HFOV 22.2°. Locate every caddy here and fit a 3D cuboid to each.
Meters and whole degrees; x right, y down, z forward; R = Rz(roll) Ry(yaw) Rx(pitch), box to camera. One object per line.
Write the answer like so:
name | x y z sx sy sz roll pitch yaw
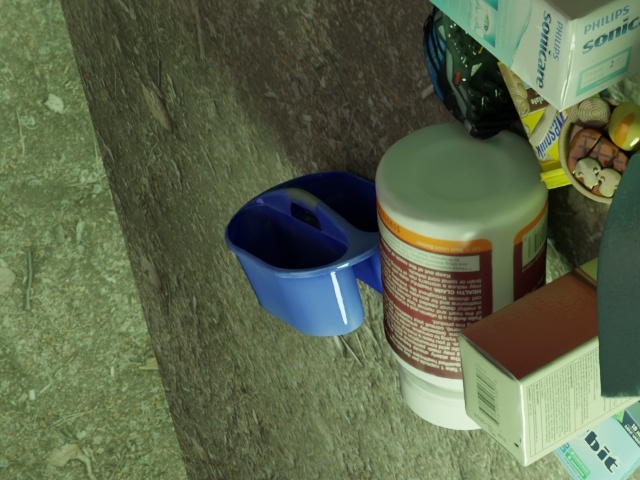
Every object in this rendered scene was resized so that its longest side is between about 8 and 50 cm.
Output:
caddy | 0.000 0.000 2.532 0.341 0.241 0.179 26 142 55

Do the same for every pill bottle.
pill bottle | 0.192 0.055 2.194 0.224 0.224 0.392 43 149 40

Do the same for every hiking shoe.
hiking shoe | 0.168 -0.269 2.037 0.132 0.113 0.304 39 148 43

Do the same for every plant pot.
plant pot | 0.424 0.016 1.640 0.248 0.247 0.252 164 97 -67

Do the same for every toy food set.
toy food set | 0.324 -0.104 1.855 0.192 0.038 0.132 37 123 20

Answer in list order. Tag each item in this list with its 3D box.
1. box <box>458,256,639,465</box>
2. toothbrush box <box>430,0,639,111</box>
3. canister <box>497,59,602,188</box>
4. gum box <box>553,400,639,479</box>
box | 0.303 0.148 2.039 0.127 0.232 0.148 40 148 45
toothbrush box | 0.245 -0.298 1.708 0.295 0.216 0.126 45 152 35
canister | 0.288 -0.157 1.953 0.170 0.073 0.126 67 156 -3
gum box | 0.372 0.248 2.207 0.157 0.041 0.184 54 145 20
